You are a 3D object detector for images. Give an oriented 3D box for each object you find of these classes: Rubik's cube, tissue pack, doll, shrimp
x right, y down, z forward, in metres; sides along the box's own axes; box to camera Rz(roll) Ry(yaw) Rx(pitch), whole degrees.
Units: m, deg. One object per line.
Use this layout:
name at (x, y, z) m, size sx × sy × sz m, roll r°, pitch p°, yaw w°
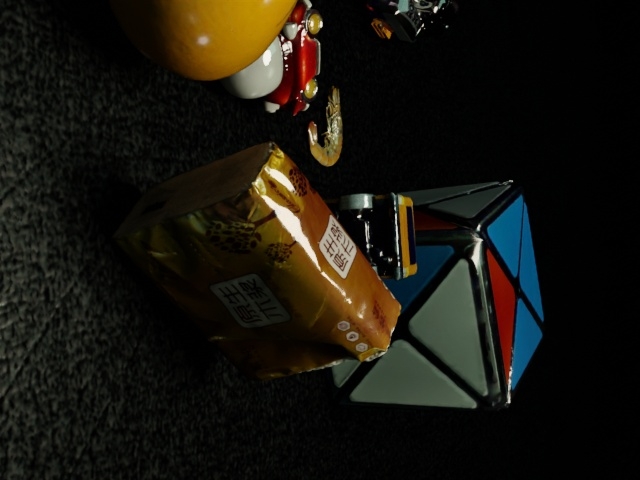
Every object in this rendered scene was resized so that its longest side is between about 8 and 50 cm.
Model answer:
Rubik's cube at (0.146, 0.070, 1.194) m, size 0.248 × 0.250 × 0.246 m, roll -32°, pitch 114°, yaw -57°
tissue pack at (-0.054, 0.029, 0.841) m, size 0.226 × 0.183 × 0.092 m, roll 53°, pitch 40°, yaw -28°
doll at (-0.126, -0.270, 0.798) m, size 0.236 × 0.213 × 0.213 m, roll 26°, pitch 54°, yaw -11°
shrimp at (0.006, -0.159, 1.194) m, size 0.083 × 0.023 × 0.114 m, roll 13°, pitch 79°, yaw -59°

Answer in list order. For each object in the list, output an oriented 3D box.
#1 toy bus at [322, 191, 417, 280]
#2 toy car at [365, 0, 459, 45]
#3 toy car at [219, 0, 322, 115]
toy bus at (0.000, 0.000, 0.981) m, size 0.114 × 0.201 × 0.098 m, roll -3°, pitch 89°, yaw -71°
toy car at (0.158, -0.450, 1.362) m, size 0.301 × 0.118 × 0.193 m, roll -63°, pitch 146°, yaw -7°
toy car at (-0.067, -0.201, 0.987) m, size 0.112 × 0.112 × 0.139 m, roll -34°, pitch 127°, yaw -42°
